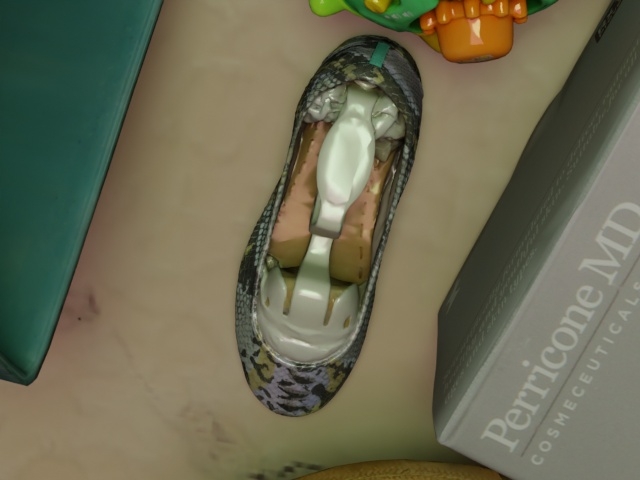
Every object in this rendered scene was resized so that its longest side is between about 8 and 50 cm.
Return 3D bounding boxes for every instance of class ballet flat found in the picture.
[{"bbox_3d":[0.000,0.000,0.496,0.041,0.041,0.114,15,105,-1],"label":"ballet flat"}]

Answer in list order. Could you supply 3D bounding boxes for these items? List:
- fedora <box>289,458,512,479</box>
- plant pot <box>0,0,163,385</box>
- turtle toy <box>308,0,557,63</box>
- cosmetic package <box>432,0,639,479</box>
[{"bbox_3d":[0.022,0.151,0.512,0.194,0.079,0.194,0,97,2],"label":"fedora"},{"bbox_3d":[-0.169,-0.090,0.401,0.234,0.166,0.165,11,72,15],"label":"plant pot"},{"bbox_3d":[0.048,-0.097,0.440,0.130,0.066,0.095,-40,125,12],"label":"turtle toy"},{"bbox_3d":[0.159,0.035,0.465,0.238,0.107,0.127,23,108,-6],"label":"cosmetic package"}]
